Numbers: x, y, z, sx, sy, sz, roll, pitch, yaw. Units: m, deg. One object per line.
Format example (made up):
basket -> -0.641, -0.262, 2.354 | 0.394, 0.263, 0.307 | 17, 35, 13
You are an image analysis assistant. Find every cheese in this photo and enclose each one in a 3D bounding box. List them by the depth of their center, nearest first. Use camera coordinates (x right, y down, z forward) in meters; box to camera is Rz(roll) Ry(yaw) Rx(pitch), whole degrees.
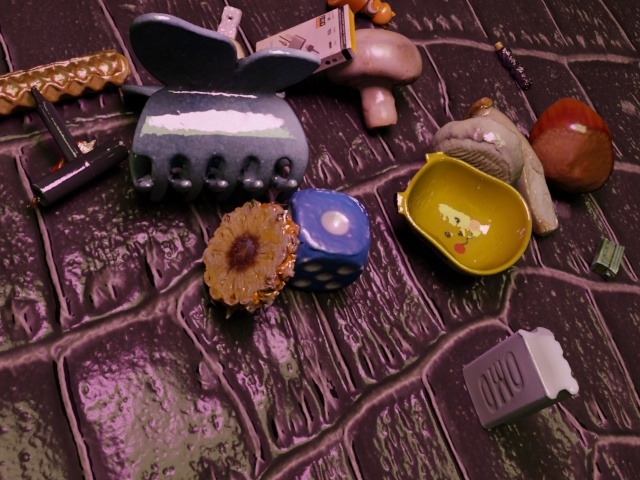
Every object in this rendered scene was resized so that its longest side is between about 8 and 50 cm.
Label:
cheese -> -0.205, -0.410, 1.348 | 0.127, 0.050, 0.255 | 15, 57, -10

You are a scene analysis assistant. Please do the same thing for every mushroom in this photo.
mushroom -> 0.116, -0.358, 1.368 | 0.206, 0.209, 0.206 | -6, 36, 4
mushroom -> 0.420, -0.168, 1.385 | 0.087, 0.107, 0.333 | -15, 66, -36

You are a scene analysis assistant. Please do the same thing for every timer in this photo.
timer -> 0.114, -0.574, 1.528 | 0.152, 0.132, 0.132 | 32, 52, -28

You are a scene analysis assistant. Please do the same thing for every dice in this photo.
dice -> 0.000, 0.000, 1.122 | 0.143, 0.146, 0.146 | 8, 58, -17

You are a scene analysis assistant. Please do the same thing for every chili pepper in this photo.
chili pepper -> -0.447, -0.114, 1.105 | 0.045, 0.027, 0.178 | 36, 55, -13

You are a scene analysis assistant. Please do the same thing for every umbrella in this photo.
umbrella -> 0.490, -0.446, 1.613 | 0.040, 0.037, 0.144 | -26, 74, -15

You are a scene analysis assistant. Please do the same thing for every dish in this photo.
dish -> 0.269, -0.035, 1.251 | 0.262, 0.108, 0.221 | 35, 63, 5

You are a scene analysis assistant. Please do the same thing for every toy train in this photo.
toy train -> 0.622, 0.040, 1.376 | 0.056, 0.038, 0.093 | 30, 56, 8

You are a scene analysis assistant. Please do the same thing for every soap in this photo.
soap -> 0.327, 0.233, 1.065 | 0.066, 0.198, 0.119 | -6, 63, -23

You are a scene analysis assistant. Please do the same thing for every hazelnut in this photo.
hazelnut -> 0.549, -0.204, 1.420 | 0.186, 0.210, 0.210 | -41, 79, -9

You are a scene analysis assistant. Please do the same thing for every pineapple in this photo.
pineapple -> -0.122, 0.028, 1.047 | 0.047, 0.221, 0.221 | 35, 44, -46

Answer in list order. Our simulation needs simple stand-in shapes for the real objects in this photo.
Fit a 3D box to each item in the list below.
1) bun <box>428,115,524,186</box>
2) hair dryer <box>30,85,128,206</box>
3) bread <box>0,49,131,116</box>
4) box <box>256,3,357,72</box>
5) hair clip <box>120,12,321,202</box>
bun -> 0.324, -0.179, 1.304 | 0.195, 0.195, 0.118 | 32, 59, 1
hair dryer -> -0.458, -0.172, 1.081 | 0.195, 0.050, 0.173 | 46, 51, -1
bread -> -0.521, -0.277, 1.147 | 0.367, 0.077, 0.084 | -25, 73, -28
box -> -0.044, -0.389, 1.307 | 0.247, 0.033, 0.129 | -16, 58, 22
hair clip -> -0.178, -0.193, 1.106 | 0.318, 0.392, 0.238 | -1, 86, -21
